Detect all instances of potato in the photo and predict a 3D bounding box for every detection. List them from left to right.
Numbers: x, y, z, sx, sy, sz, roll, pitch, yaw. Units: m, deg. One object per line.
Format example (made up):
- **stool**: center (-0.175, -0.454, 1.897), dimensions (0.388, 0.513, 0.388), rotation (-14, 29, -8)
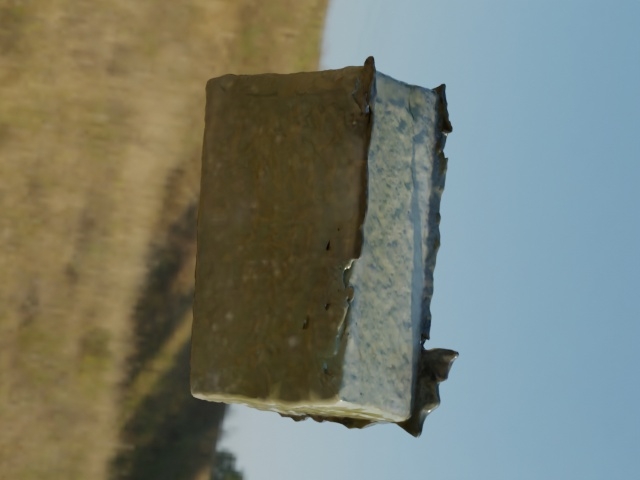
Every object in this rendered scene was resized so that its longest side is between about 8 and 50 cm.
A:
- **potato**: center (0.000, 0.002, 0.464), dimensions (0.061, 0.086, 0.122), rotation (19, 72, -53)
